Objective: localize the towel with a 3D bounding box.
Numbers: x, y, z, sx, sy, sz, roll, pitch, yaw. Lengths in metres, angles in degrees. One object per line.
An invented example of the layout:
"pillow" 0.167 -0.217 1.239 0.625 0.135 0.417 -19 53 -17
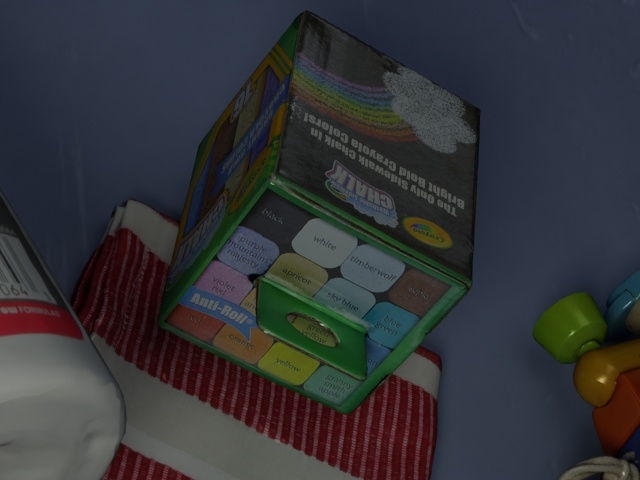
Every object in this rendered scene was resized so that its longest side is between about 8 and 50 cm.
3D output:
"towel" -0.050 0.137 0.976 0.237 0.037 0.329 28 44 -13

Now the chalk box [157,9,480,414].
"chalk box" 0.000 0.000 1.012 0.132 0.132 0.213 29 39 -16

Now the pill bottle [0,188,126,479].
"pill bottle" -0.238 0.002 0.851 0.176 0.176 0.318 -11 54 -39

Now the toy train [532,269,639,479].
"toy train" 0.184 0.092 1.131 0.248 0.105 0.143 -10 51 -39
